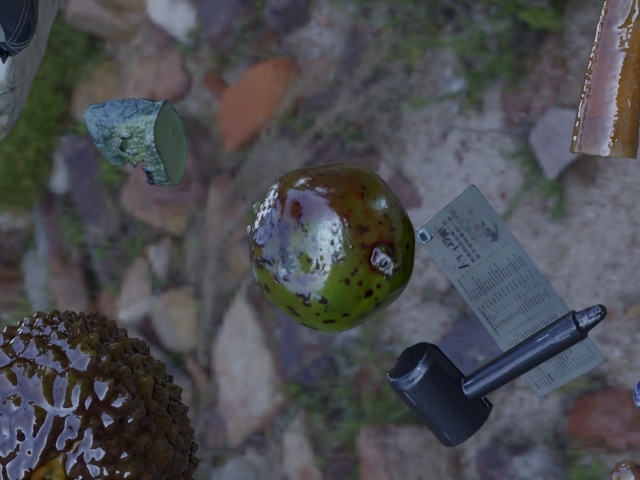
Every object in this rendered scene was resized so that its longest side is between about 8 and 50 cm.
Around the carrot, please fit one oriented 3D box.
[{"bbox_3d":[0.265,-0.176,1.352,0.061,0.061,0.210,18,102,54],"label":"carrot"}]

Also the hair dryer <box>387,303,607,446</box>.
[{"bbox_3d":[0.197,0.127,1.676,0.248,0.114,0.070,-34,20,26],"label":"hair dryer"}]

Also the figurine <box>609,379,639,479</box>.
[{"bbox_3d":[0.390,0.196,1.536,0.133,0.193,0.274,-13,60,57],"label":"figurine"}]

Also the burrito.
[{"bbox_3d":[-0.338,-0.237,1.726,0.059,0.082,0.275,3,63,18],"label":"burrito"}]

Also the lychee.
[{"bbox_3d":[-0.229,0.192,1.348,0.267,0.267,0.268,-12,75,53],"label":"lychee"}]

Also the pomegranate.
[{"bbox_3d":[0.008,-0.008,1.786,0.246,0.198,0.198,-107,38,-59],"label":"pomegranate"}]

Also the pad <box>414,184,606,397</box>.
[{"bbox_3d":[0.226,0.067,1.879,0.265,0.009,0.159,53,146,4],"label":"pad"}]

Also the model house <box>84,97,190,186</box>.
[{"bbox_3d":[-0.174,-0.092,1.443,0.083,0.079,0.066,1,50,20],"label":"model house"}]

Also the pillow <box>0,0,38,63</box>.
[{"bbox_3d":[-0.334,-0.345,1.504,0.092,0.161,0.335,-2,83,22],"label":"pillow"}]
